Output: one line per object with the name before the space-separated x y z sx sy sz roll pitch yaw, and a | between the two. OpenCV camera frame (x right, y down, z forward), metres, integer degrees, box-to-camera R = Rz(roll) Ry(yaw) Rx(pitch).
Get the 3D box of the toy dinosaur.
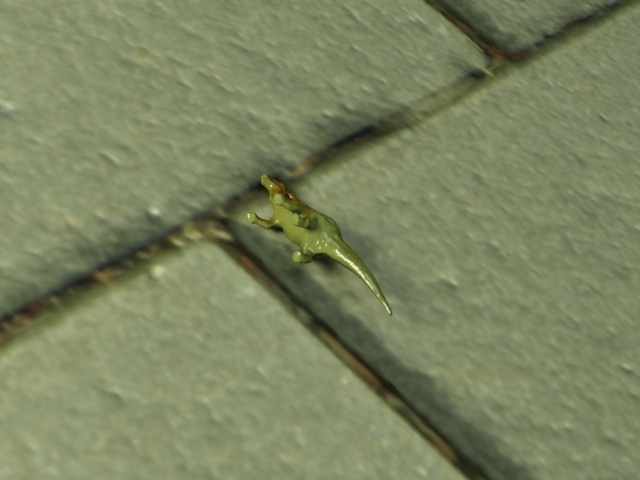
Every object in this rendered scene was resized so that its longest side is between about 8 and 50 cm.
toy dinosaur | -0.003 0.000 0.791 0.041 0.026 0.113 8 32 -52
